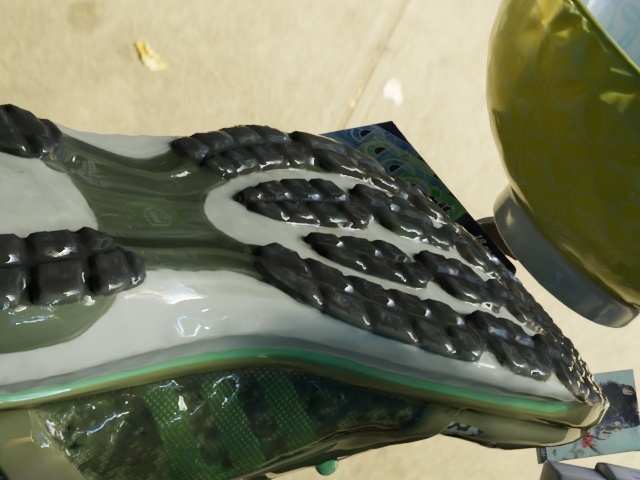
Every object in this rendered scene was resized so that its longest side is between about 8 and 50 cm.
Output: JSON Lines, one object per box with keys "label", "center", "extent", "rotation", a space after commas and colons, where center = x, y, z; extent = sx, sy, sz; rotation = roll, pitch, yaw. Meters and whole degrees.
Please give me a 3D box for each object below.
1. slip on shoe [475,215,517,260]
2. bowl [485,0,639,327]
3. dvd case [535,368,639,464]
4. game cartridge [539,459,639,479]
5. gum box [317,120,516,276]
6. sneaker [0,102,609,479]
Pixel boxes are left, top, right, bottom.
{"label": "slip on shoe", "center": [0.232, 0.003, 1.840], "extent": [0.135, 0.051, 0.041], "rotation": [4, 52, 24]}
{"label": "bowl", "center": [0.196, -0.040, 0.925], "extent": [0.289, 0.289, 0.156], "rotation": [44, 117, 7]}
{"label": "dvd case", "center": [0.276, 0.183, 1.600], "extent": [0.119, 0.013, 0.087], "rotation": [-5, 83, -15]}
{"label": "game cartridge", "center": [0.361, 0.349, 1.506], "extent": [0.355, 0.068, 0.230], "rotation": [12, 92, -12]}
{"label": "gum box", "center": [0.000, 0.000, 0.941], "extent": [0.184, 0.041, 0.157], "rotation": [-13, 45, -26]}
{"label": "sneaker", "center": [-0.067, 0.057, 0.619], "extent": [0.410, 0.182, 0.158], "rotation": [9, 33, -33]}
